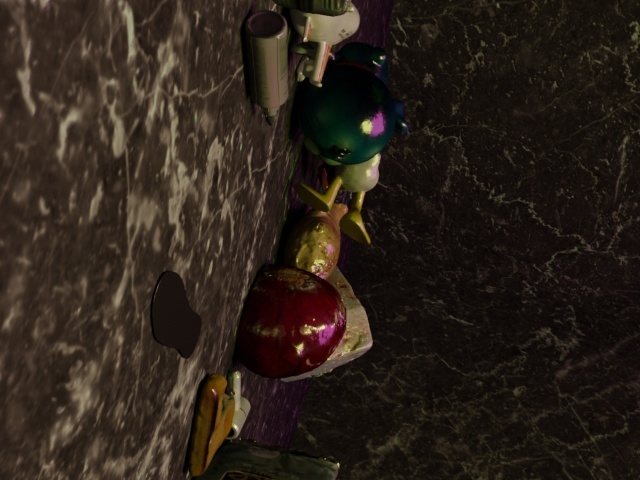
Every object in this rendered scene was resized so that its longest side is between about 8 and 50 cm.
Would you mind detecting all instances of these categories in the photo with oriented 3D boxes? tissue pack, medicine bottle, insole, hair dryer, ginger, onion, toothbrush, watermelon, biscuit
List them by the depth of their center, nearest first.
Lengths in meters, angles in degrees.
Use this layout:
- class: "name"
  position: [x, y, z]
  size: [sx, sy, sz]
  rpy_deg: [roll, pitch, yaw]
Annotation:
- class: "insole"
  position: [-0.189, 0.106, 0.924]
  size: [0.253, 0.005, 0.086]
  rpy_deg: [87, 19, -67]
- class: "medicine bottle"
  position: [-0.074, -0.232, 0.994]
  size: [0.199, 0.057, 0.058]
  rpy_deg: [92, 12, -58]
- class: "biscuit"
  position: [-0.185, 0.303, 1.229]
  size: [0.183, 0.039, 0.174]
  rpy_deg: [-45, 145, -79]
- class: "tissue pack"
  position: [-0.109, 0.492, 1.298]
  size: [0.361, 0.259, 0.122]
  rpy_deg: [0, 100, -82]
- class: "hair dryer"
  position: [-0.170, 0.311, 1.363]
  size: [0.082, 0.047, 0.137]
  rpy_deg: [-63, 160, -62]
- class: "toothbrush"
  position: [-0.005, -0.407, 1.408]
  size: [0.025, 0.020, 0.286]
  rpy_deg: [100, 7, -48]
- class: "onion"
  position: [-0.053, 0.175, 1.409]
  size: [0.206, 0.207, 0.216]
  rpy_deg: [-68, 164, -71]
- class: "ginger"
  position: [0.001, 0.025, 1.709]
  size: [0.375, 0.166, 0.236]
  rpy_deg: [-17, 107, -70]
- class: "watermelon"
  position: [0.013, 0.236, 1.829]
  size: [0.387, 0.258, 0.228]
  rpy_deg: [-64, 164, -48]

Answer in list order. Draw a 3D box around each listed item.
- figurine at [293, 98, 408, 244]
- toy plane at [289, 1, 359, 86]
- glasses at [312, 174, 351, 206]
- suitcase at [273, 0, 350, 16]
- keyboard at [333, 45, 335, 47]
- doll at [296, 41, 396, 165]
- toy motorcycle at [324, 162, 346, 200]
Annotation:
- class: "figurine"
  position: [0.095, -0.182, 1.614]
  size: [0.338, 0.204, 0.283]
  rpy_deg: [-53, -165, -12]
- class: "toy plane"
  position: [0.011, -0.382, 1.173]
  size: [0.244, 0.117, 0.245]
  rpy_deg: [12, 90, -83]
- class: "glasses"
  position: [0.042, -0.169, 1.943]
  size: [0.207, 0.102, 0.239]
  rpy_deg: [-66, 168, -62]
- class: "suitcase"
  position: [0.004, -0.456, 0.893]
  size: [0.312, 0.128, 0.202]
  rpy_deg: [93, 13, -63]
- class: "keyboard"
  position: [0.008, -0.370, 1.628]
  size: [0.055, 0.014, 0.176]
  rpy_deg: [-57, 159, -70]
- class: "doll"
  position: [0.059, -0.285, 1.423]
  size: [0.186, 0.198, 0.322]
  rpy_deg: [-30, -138, 46]
- class: "toy motorcycle"
  position: [0.057, -0.239, 1.790]
  size: [0.159, 0.106, 0.270]
  rpy_deg: [-46, 142, -39]
